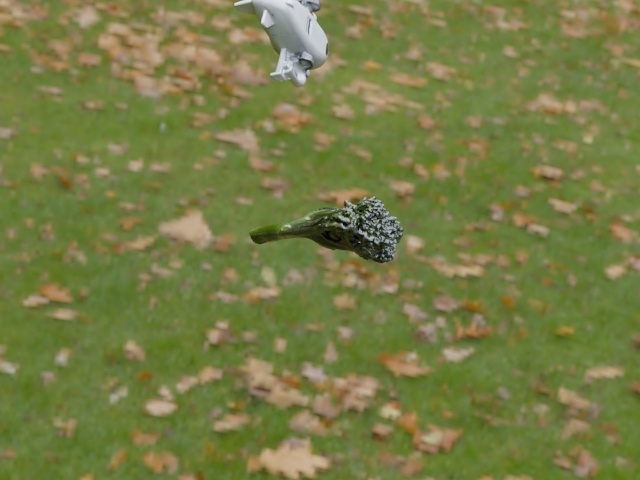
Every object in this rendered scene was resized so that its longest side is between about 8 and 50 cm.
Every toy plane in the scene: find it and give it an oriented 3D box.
[{"bbox_3d":[-0.048,-0.308,1.992,0.080,0.174,0.174,-11,8,30],"label":"toy plane"}]

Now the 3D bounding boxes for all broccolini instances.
[{"bbox_3d":[0.000,-0.020,1.463,0.202,0.068,0.091,8,-1,41],"label":"broccolini"}]
